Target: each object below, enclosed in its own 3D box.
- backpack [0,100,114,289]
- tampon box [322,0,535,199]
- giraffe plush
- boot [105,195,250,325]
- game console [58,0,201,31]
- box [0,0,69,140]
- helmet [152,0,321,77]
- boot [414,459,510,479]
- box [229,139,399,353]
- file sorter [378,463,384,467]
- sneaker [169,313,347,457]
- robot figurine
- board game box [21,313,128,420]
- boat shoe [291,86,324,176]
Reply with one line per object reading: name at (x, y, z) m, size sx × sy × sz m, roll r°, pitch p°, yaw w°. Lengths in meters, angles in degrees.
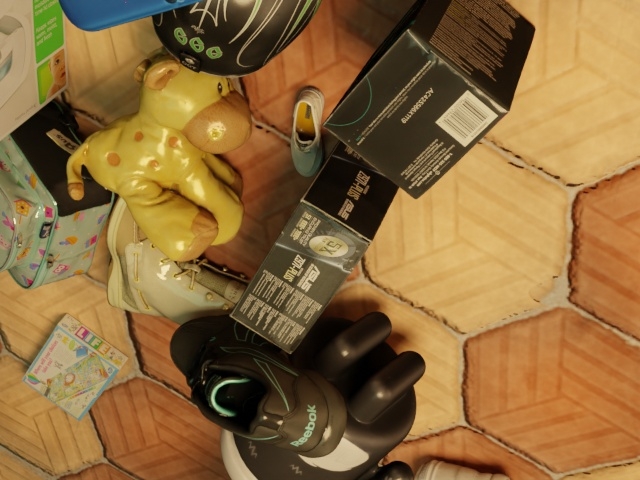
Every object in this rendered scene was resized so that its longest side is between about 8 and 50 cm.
backpack at (-0.326, -0.037, 1.014) m, size 0.166 × 0.144 × 0.188 m, roll 48°, pitch 143°, yaw 20°
tampon box at (0.097, -0.138, 0.764) m, size 0.101 × 0.161 × 0.120 m, roll 38°, pitch 130°, yaw -7°
giraffe plush at (-0.137, -0.110, 0.885) m, size 0.210 × 0.181 × 0.170 m, roll 29°, pitch 119°, yaw -21°
boot at (-0.160, 0.025, 1.040) m, size 0.165 × 0.077 × 0.213 m, roll 22°, pitch 134°, yaw 8°
game console at (-0.085, -0.328, 0.681) m, size 0.293 × 0.250 × 0.173 m, roll -7°, pitch 139°, yaw 26°
box at (-0.359, -0.206, 0.839) m, size 0.127 × 0.262 × 0.231 m, roll 18°, pitch 127°, yaw 9°
helmet at (-0.068, -0.238, 0.768) m, size 0.169 × 0.169 × 0.161 m, roll 32°, pitch 143°, yaw -2°
boot at (0.201, 0.392, 1.138) m, size 0.124 × 0.095 × 0.258 m, roll 1°, pitch 123°, yaw 30°
box at (0.000, 0.000, 0.910) m, size 0.078 × 0.147 × 0.180 m, roll 33°, pitch 129°, yaw -1°
file sorter at (-0.047, 0.405, 1.139) m, size 0.193 × 0.277 × 0.173 m, roll 24°, pitch 133°, yaw 5°
sneaker at (-0.089, 0.135, 0.928) m, size 0.267 × 0.106 × 0.101 m, roll 19°, pitch 93°, yaw 47°
robot figurine at (0.000, 0.198, 1.039) m, size 0.174 × 0.209 × 0.278 m, roll 16°, pitch 133°, yaw -28°
board game box at (-0.343, 0.179, 1.255) m, size 0.103 × 0.026 × 0.154 m, roll 37°, pitch 129°, yaw -6°
boat shoe at (-0.015, -0.104, 0.914) m, size 0.035 × 0.035 × 0.100 m, roll 16°, pitch 128°, yaw 11°
